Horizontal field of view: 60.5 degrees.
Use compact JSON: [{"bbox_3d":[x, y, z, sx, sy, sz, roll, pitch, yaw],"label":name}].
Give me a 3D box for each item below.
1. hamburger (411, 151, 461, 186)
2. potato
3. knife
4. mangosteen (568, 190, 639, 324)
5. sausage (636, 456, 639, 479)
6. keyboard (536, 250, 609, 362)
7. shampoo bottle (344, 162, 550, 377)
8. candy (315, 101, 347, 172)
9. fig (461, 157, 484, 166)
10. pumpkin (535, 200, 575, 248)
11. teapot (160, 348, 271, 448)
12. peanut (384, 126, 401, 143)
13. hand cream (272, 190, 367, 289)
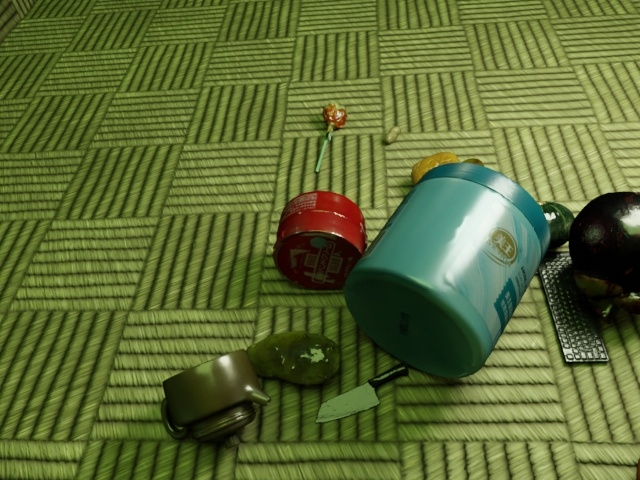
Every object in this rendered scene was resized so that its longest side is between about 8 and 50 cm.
[{"bbox_3d":[0.331,-0.174,1.534,0.147,0.083,0.138,-21,62,10],"label":"hamburger"},{"bbox_3d":[-0.062,0.258,1.213,0.225,0.090,0.117,-1,55,16],"label":"potato"},{"bbox_3d":[0.090,0.334,1.174,0.230,0.028,0.060,-23,62,-11],"label":"knife"},{"bbox_3d":[0.670,0.034,1.210,0.287,0.288,0.233,-26,52,-15],"label":"mangosteen"},{"bbox_3d":[0.667,0.372,1.025,0.089,0.083,0.300,24,53,33],"label":"sausage"},{"bbox_3d":[0.573,0.145,1.278,0.100,0.018,0.310,-2,49,5],"label":"keyboard"},{"bbox_3d":[0.267,0.064,1.181,0.331,0.331,0.343,25,57,26],"label":"shampoo bottle"},{"bbox_3d":[0.019,-0.328,1.745,0.084,0.078,0.288,10,59,12],"label":"candy"},{"bbox_3d":[0.425,-0.199,1.569,0.074,0.074,0.088,-41,33,-26],"label":"fig"},{"bbox_3d":[0.543,-0.037,1.364,0.167,0.167,0.125,1,90,8],"label":"pumpkin"},{"bbox_3d":[-0.218,0.338,1.120,0.267,0.185,0.175,-27,77,23],"label":"teapot"},{"bbox_3d":[0.228,-0.335,1.735,0.037,0.037,0.083,20,56,23],"label":"peanut"},{"bbox_3d":[0.000,0.000,1.346,0.230,0.230,0.149,-2,47,5],"label":"hand cream"}]
